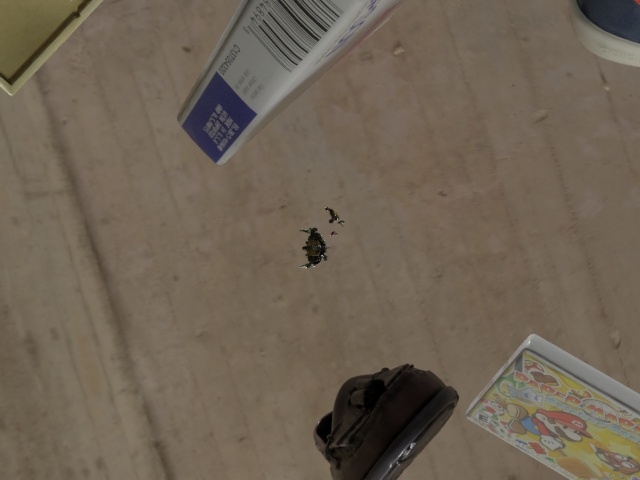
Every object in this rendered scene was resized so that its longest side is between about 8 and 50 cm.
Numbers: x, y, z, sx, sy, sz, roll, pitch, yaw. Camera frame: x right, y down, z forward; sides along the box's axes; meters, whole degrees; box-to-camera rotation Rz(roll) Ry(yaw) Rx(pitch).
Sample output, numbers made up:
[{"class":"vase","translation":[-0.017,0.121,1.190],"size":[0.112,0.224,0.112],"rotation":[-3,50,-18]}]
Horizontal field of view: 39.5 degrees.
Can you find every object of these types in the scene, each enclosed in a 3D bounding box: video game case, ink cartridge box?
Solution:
[{"class":"video game case","translation":[0.288,0.208,0.966],"size":[0.227,0.026,0.206],"rotation":[31,-31,8]},{"class":"ink cartridge box","translation":[0.053,-0.220,0.681],"size":[0.330,0.324,0.071],"rotation":[-44,-86,-22]}]

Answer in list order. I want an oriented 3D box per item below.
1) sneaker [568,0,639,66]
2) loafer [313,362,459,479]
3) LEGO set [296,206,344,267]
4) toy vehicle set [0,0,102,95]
[{"class":"sneaker","translation":[0.363,-0.183,0.628],"size":[0.350,0.148,0.131],"rotation":[6,-114,6]},{"class":"loafer","translation":[0.036,0.163,0.759],"size":[0.109,0.302,0.095],"rotation":[-41,-105,-19]},{"class":"LEGO set","translation":[0.002,0.001,1.035],"size":[0.083,0.023,0.054],"rotation":[-38,-117,29]},{"class":"toy vehicle set","translation":[-0.226,-0.268,0.724],"size":[0.267,0.166,0.035],"rotation":[-49,-134,-7]}]
